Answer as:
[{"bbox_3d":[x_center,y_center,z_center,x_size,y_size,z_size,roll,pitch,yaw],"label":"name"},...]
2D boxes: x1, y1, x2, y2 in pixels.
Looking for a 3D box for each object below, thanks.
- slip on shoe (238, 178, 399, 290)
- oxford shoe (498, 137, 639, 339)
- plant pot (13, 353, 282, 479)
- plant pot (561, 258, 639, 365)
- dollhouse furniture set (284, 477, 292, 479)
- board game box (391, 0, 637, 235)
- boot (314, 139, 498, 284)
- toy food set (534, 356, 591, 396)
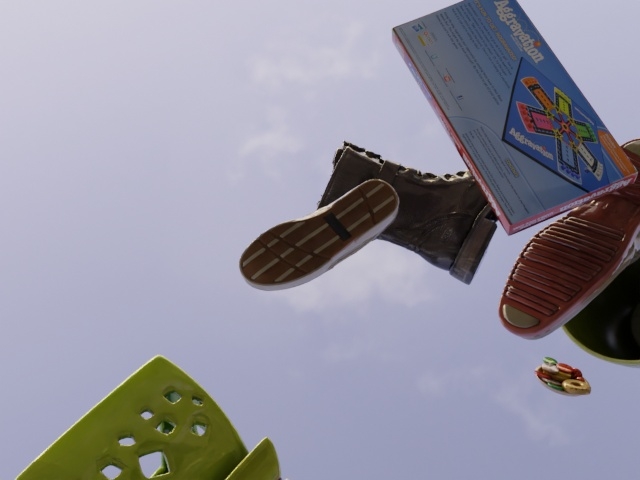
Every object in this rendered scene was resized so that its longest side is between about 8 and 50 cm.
[{"bbox_3d":[0.000,0.000,0.717,0.135,0.041,0.051,-33,-107,-14],"label":"slip on shoe"},{"bbox_3d":[0.372,0.021,1.241,0.348,0.130,0.123,-44,-135,-16],"label":"oxford shoe"},{"bbox_3d":[-0.168,0.303,1.019,0.207,0.227,0.228,25,-134,23],"label":"plant pot"},{"bbox_3d":[0.583,0.117,1.649,0.274,0.293,0.275,-12,-115,27],"label":"plant pot"},{"bbox_3d":[-0.039,0.392,1.240,0.129,0.129,0.183,26,-158,21],"label":"dollhouse furniture set"},{"bbox_3d":[0.199,-0.148,0.995,0.145,0.027,0.281,-23,-118,-5],"label":"board game box"},{"bbox_3d":[0.125,-0.076,1.184,0.228,0.091,0.263,24,-128,10],"label":"boot"},{"bbox_3d":[0.348,0.198,1.339,0.082,0.020,0.083,16,-158,10],"label":"toy food set"}]
